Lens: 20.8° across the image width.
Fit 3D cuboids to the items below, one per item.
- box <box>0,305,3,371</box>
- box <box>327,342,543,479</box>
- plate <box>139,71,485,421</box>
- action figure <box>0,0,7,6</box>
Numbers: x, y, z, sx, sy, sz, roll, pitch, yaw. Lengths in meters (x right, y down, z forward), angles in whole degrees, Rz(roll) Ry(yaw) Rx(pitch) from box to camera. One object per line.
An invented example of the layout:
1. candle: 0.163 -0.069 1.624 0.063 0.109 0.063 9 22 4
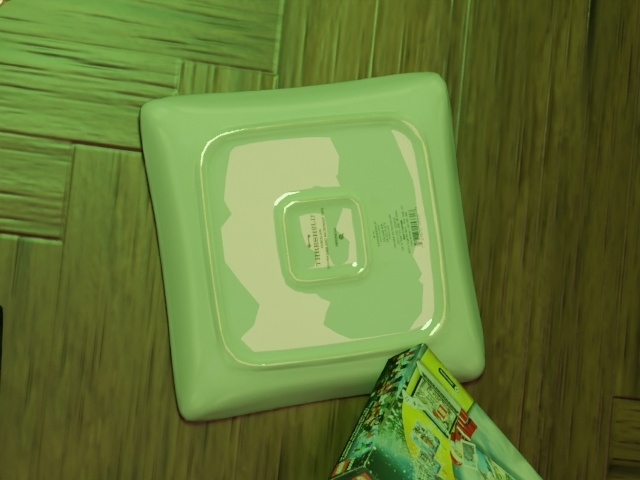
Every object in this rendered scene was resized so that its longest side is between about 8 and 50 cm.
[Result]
1. box: -0.278 0.186 1.275 0.073 0.295 0.293 -1 85 -7
2. box: 0.118 0.220 1.430 0.233 0.044 0.159 49 39 -15
3. plate: 0.000 0.000 1.484 0.278 0.045 0.277 -7 87 -14
4. action figure: -0.417 -0.172 1.298 0.370 0.276 0.248 -19 84 0
